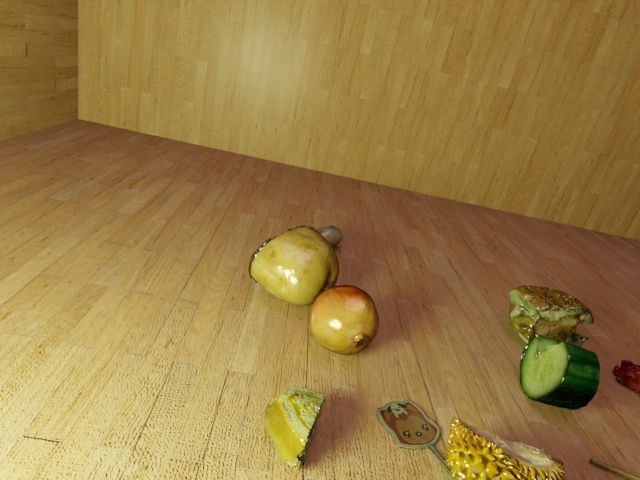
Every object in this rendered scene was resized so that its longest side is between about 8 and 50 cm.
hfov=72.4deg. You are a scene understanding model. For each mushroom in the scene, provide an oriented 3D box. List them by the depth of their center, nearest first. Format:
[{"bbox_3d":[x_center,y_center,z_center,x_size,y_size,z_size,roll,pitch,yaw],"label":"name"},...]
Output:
[{"bbox_3d":[0.000,0.000,1.735,0.116,0.093,0.225,10,27,33],"label":"mushroom"}]

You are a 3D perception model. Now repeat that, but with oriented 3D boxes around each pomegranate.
[{"bbox_3d":[0.063,0.213,1.162,0.191,0.192,0.191,12,23,-5],"label":"pomegranate"}]

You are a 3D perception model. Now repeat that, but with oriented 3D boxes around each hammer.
[{"bbox_3d":[0.703,0.538,0.970,0.195,0.028,0.060,17,30,16],"label":"hammer"}]

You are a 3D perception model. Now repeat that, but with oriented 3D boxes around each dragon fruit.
[{"bbox_3d":[0.974,0.416,1.338,0.112,0.068,0.126,2,24,-24],"label":"dragon fruit"}]

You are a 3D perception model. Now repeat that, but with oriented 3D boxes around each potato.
[{"bbox_3d":[-0.057,0.091,1.344,0.242,0.243,0.285,29,21,33],"label":"potato"}]

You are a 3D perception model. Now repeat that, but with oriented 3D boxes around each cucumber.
[{"bbox_3d":[0.629,0.351,1.157,0.130,0.191,0.191,11,23,-2],"label":"cucumber"}]

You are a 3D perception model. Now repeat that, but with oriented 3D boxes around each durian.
[{"bbox_3d":[0.351,0.446,0.851,0.249,0.183,0.138,15,59,-6],"label":"durian"}]

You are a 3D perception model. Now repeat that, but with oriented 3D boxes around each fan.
[{"bbox_3d":[0.220,0.431,0.956,0.131,0.009,0.220,-3,28,-32],"label":"fan"}]

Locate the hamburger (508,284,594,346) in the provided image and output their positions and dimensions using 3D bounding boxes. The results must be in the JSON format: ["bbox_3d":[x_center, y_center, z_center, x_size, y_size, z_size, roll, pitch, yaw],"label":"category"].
[{"bbox_3d":[0.745,0.248,1.463,0.287,0.168,0.192,4,26,-20],"label":"hamburger"}]

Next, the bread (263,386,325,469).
[{"bbox_3d":[-0.059,0.354,0.856,0.110,0.103,0.156,22,17,7],"label":"bread"}]
